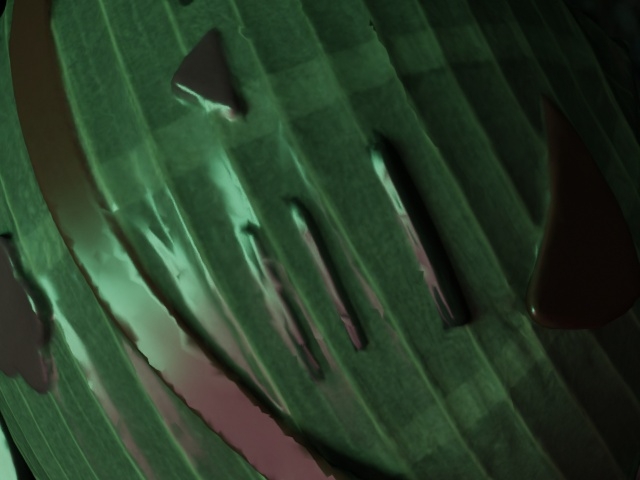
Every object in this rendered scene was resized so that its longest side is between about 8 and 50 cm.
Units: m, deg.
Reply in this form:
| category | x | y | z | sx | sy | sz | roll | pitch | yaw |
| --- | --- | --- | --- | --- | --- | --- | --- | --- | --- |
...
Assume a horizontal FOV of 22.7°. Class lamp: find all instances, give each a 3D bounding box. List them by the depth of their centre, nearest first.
| category | x | y | z | sx | sy | sz | roll | pitch | yaw |
| --- | --- | --- | --- | --- | --- | --- | --- | --- | --- |
| lamp | 0.000 | 0.000 | 0.516 | 0.233 | 0.233 | 0.265 | -44 | 71 | 45 |

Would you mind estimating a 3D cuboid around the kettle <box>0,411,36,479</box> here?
| category | x | y | z | sx | sy | sz | roll | pitch | yaw |
| --- | --- | --- | --- | --- | --- | --- | --- | --- | --- |
| kettle | -0.183 | 0.082 | 0.683 | 0.250 | 0.271 | 0.207 | 32 | 98 | 10 |

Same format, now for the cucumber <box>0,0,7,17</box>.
| category | x | y | z | sx | sy | sz | roll | pitch | yaw |
| --- | --- | --- | --- | --- | --- | --- | --- | --- | --- |
| cucumber | -0.136 | -0.141 | 0.635 | 0.072 | 0.072 | 0.300 | 17 | 128 | 29 |
